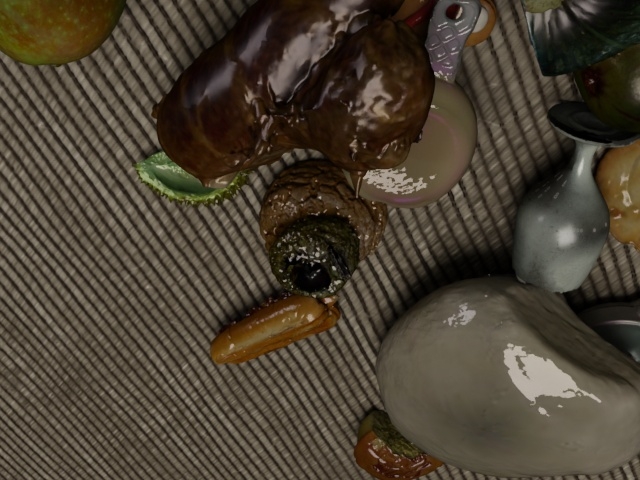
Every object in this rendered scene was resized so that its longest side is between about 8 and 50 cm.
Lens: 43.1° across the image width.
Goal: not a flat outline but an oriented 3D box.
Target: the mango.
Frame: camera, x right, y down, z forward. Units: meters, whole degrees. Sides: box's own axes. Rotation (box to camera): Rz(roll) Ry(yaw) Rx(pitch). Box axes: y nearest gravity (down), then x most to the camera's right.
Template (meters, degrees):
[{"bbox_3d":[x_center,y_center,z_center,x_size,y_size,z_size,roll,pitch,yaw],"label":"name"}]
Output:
[{"bbox_3d":[-0.336,-0.368,0.853,0.225,0.201,0.382,-2,120,35],"label":"mango"}]

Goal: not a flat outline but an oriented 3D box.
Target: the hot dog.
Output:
[{"bbox_3d":[-0.071,0.130,1.285,0.249,0.076,0.102,-26,158,25],"label":"hot dog"}]

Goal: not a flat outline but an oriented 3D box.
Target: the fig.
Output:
[{"bbox_3d":[0.428,-0.220,0.954,0.259,0.151,0.151,-18,127,-10],"label":"fig"}]

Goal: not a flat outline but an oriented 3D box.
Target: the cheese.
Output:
[{"bbox_3d":[0.121,-0.166,0.980,0.163,0.082,0.286,7,129,-7],"label":"cheese"}]

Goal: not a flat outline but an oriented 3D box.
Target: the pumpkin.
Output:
[{"bbox_3d":[0.266,-0.324,0.777,0.197,0.263,0.293,-15,137,19],"label":"pumpkin"}]

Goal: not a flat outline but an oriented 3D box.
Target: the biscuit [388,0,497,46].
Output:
[{"bbox_3d":[0.099,-0.268,0.977,0.216,0.047,0.339,17,128,-9],"label":"biscuit"}]

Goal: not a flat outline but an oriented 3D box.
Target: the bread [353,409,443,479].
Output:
[{"bbox_3d":[0.135,0.374,1.443,0.156,0.086,0.125,14,129,-4],"label":"bread"}]

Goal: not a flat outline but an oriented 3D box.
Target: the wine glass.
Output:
[{"bbox_3d":[0.327,-0.053,1.067,0.126,0.126,0.241,8,124,0],"label":"wine glass"}]

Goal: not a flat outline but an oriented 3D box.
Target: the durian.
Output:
[{"bbox_3d":[-0.151,-0.099,1.117,0.215,0.086,0.100,-15,110,11],"label":"durian"}]

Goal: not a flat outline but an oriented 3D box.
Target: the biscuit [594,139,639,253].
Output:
[{"bbox_3d":[0.472,-0.068,1.037,0.203,0.041,0.260,53,138,5],"label":"biscuit"}]

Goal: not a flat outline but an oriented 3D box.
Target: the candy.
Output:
[{"bbox_3d":[0.260,0.237,1.226,0.386,0.186,0.427,43,142,-11],"label":"candy"}]

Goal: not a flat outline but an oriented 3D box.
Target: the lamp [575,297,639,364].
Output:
[{"bbox_3d":[0.475,0.169,1.238,0.246,0.108,0.179,-34,121,27],"label":"lamp"}]

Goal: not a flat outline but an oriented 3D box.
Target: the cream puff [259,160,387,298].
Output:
[{"bbox_3d":[0.000,0.000,1.116,0.183,0.169,0.183,3,127,5],"label":"cream puff"}]

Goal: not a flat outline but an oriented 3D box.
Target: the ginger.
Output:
[{"bbox_3d":[-0.036,-0.150,0.925,0.418,0.176,0.254,-24,81,39],"label":"ginger"}]
